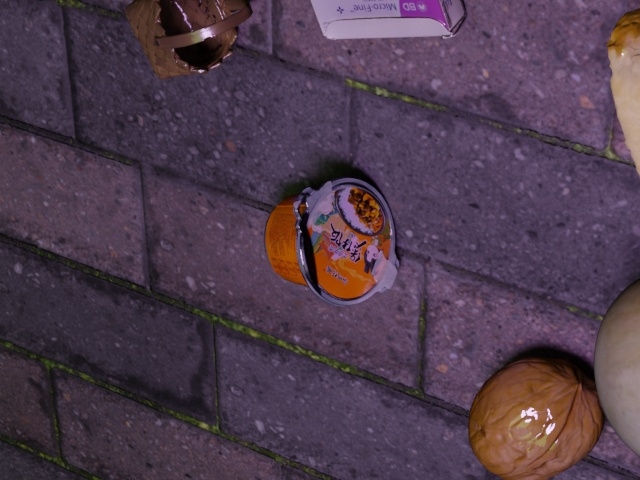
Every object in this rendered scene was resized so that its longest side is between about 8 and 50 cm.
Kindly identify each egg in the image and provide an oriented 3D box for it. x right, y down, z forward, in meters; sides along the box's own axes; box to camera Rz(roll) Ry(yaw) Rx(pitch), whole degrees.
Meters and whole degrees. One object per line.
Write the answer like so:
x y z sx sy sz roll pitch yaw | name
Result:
0.448 0.169 1.872 0.218 0.218 0.295 18 133 25 | egg

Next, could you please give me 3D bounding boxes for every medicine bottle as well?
0.071 -0.339 1.902 0.201 0.052 0.171 4 129 35 | medicine bottle

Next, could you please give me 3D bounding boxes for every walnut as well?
0.296 0.245 2.078 0.167 0.167 0.207 45 133 1 | walnut

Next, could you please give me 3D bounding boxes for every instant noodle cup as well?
0.000 0.000 2.126 0.125 0.177 0.208 3 135 50 | instant noodle cup

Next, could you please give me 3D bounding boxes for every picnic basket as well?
-0.170 -0.297 2.057 0.178 0.128 0.138 4 126 54 | picnic basket

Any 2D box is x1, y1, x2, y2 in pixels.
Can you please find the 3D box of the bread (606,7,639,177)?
0.516 -0.167 1.629 0.375 0.165 0.236 -1 123 36 | bread
